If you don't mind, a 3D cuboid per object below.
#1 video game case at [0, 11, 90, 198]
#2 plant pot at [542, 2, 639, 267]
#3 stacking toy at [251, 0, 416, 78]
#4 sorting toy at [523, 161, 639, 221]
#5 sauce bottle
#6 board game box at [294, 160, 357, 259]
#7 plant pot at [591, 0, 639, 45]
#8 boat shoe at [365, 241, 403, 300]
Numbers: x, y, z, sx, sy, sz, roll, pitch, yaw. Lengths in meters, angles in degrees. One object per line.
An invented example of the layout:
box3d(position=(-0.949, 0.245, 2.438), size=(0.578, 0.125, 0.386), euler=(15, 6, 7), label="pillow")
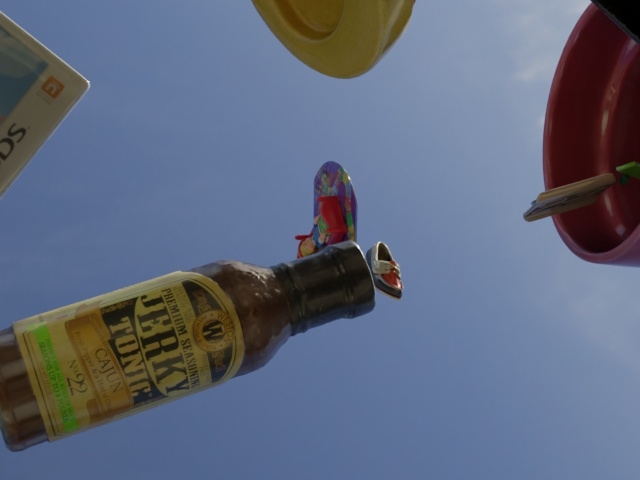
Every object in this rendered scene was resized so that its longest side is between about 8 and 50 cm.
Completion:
box3d(position=(-0.298, -0.096, 0.816), size=(0.212, 0.023, 0.193), euler=(39, -95, -14), label="video game case")
box3d(position=(0.283, -0.075, 0.874), size=(0.180, 0.201, 0.201), euler=(5, -116, -14), label="plant pot")
box3d(position=(-0.006, -0.271, 0.594), size=(0.130, 0.309, 0.279), euler=(-34, -114, -26), label="stacking toy")
box3d(position=(0.185, -0.035, 0.852), size=(0.083, 0.062, 0.012), euler=(-16, -102, -3), label="sorting toy")
box3d(position=(-0.121, 0.079, 1.067), size=(0.344, 0.111, 0.111), euler=(-19, -102, -15), label="sauce bottle")
box3d(position=(0.000, 0.000, 1.301), size=(0.033, 0.133, 0.168), euler=(-3, -78, -19), label="board game box")
box3d(position=(0.268, -0.146, 0.556), size=(0.187, 0.188, 0.167), euler=(45, -110, 6), label="plant pot")
box3d(position=(0.095, 0.045, 1.777), size=(0.049, 0.043, 0.137), euler=(27, -165, -21), label="boat shoe")
